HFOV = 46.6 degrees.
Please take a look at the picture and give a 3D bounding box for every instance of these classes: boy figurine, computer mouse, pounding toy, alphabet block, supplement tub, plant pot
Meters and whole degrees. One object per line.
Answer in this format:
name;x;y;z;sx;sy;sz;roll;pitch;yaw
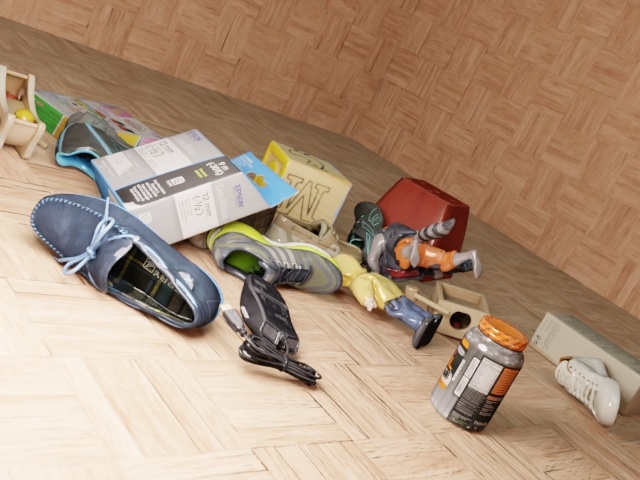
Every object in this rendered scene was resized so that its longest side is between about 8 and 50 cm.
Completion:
boy figurine;0.127;0.127;1.656;0.285;0.092;0.177;31;16;21
computer mouse;-0.113;0.140;1.246;0.184;0.060;0.262;32;18;-39
pounding toy;-0.647;-0.282;1.633;0.155;0.154;0.269;13;20;-41
alphabet block;-0.064;-0.132;2.027;0.197;0.193;0.192;19;15;-27
supplement tub;0.290;0.238;1.346;0.117;0.190;0.117;25;14;-7
plant pot;0.300;-0.048;2.264;0.267;0.235;0.267;33;16;26
pounding toy;0.291;0.175;1.783;0.206;0.094;0.181;17;20;0

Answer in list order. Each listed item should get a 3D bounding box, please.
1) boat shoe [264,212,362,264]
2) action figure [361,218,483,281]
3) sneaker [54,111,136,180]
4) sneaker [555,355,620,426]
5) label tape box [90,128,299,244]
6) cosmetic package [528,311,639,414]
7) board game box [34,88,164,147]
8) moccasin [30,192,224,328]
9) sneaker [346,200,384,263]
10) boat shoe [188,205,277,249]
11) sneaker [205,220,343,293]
boat shoe;0.000;0.000;1.860;0.302;0.098;0.109;14;19;-38
action figure;0.267;0.019;1.865;0.341;0.178;0.330;-5;8;-25
sneaker;-0.437;-0.153;1.691;0.341;0.125;0.139;25;42;-15
sneaker;0.618;0.349;1.745;0.123;0.105;0.290;10;11;6
label tape box;-0.255;-0.125;1.507;0.348;0.115;0.249;-23;37;-20
cosmetic package;0.727;0.320;1.961;0.160;0.113;0.309;12;21;-43
board game box;-0.596;-0.305;1.975;0.242;0.064;0.317;34;17;29
moccasin;-0.310;0.024;1.178;0.342;0.137;0.117;26;13;2
sneaker;0.127;-0.026;2.099;0.106;0.101;0.267;6;37;-19
boat shoe;-0.215;-0.072;1.686;0.130;0.132;0.355;29;15;19
sneaker;-0.093;0.060;1.532;0.300;0.111;0.121;16;27;-15
